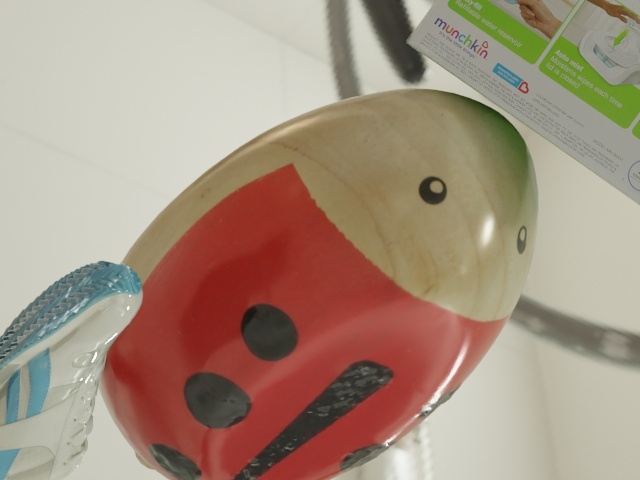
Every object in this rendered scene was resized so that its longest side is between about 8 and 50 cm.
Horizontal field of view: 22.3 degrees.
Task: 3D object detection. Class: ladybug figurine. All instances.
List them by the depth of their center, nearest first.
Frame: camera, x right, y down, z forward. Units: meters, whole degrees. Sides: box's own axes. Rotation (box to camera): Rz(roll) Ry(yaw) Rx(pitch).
[{"bbox_3d":[-0.005,0.071,1.294,0.449,0.305,0.162,-46,-142,32],"label":"ladybug figurine"}]

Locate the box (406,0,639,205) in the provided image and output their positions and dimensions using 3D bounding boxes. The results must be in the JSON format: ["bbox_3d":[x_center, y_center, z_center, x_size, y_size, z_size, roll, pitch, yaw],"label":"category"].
[{"bbox_3d":[0.240,-0.165,1.208,0.231,0.262,0.127,-56,172,8],"label":"box"}]

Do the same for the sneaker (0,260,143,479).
[{"bbox_3d":[-0.190,0.105,1.133,0.229,0.092,0.087,-46,-164,23],"label":"sneaker"}]

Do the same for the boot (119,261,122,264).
[{"bbox_3d":[-0.210,0.113,1.826,0.086,0.069,0.190,8,-121,14],"label":"boot"}]
